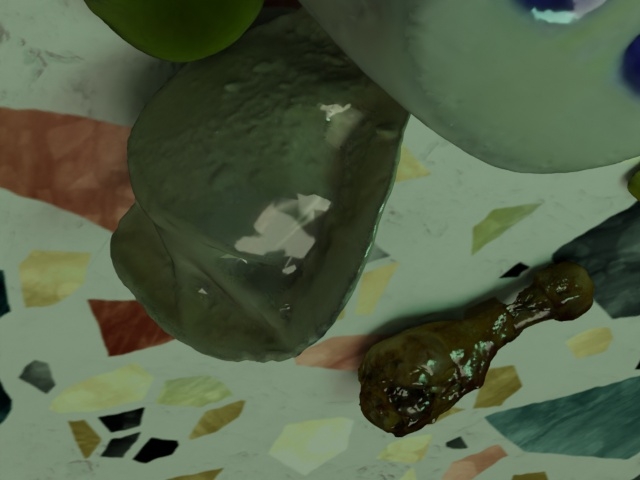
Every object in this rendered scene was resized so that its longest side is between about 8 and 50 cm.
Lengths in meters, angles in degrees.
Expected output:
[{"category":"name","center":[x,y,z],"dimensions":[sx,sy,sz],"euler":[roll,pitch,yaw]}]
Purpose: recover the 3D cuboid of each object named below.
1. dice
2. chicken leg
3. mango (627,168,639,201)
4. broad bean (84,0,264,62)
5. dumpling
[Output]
[{"category":"dice","center":[0.119,-0.204,0.860],"dimensions":[0.243,0.259,0.251],"euler":[-42,136,23]},{"category":"chicken leg","center":[0.144,0.097,1.386],"dimensions":[0.251,0.087,0.107],"euler":[-32,162,5]},{"category":"mango","center":[0.364,-0.042,1.321],"dimensions":[0.187,0.066,0.101],"euler":[10,134,-20]},{"category":"broad bean","center":[-0.102,-0.185,0.937],"dimensions":[0.124,0.082,0.174],"euler":[-34,150,18]},{"category":"dumpling","center":[-0.036,-0.038,1.017],"dimensions":[0.175,0.227,0.243],"euler":[-10,140,-24]}]
